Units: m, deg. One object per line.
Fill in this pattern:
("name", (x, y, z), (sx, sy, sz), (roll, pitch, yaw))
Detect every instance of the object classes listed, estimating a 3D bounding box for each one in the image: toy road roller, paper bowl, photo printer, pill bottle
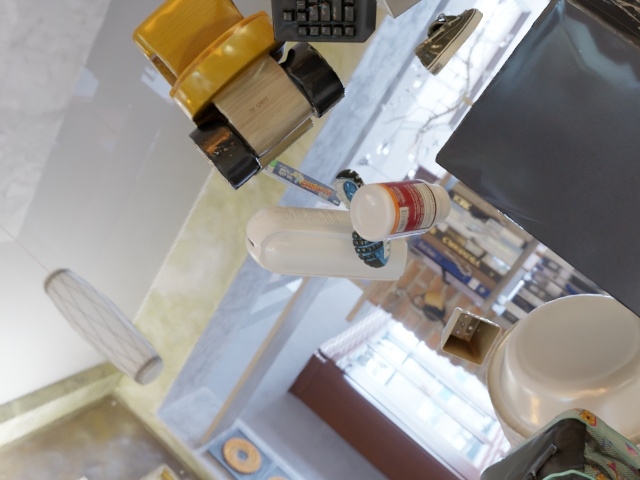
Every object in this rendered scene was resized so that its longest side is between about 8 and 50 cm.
("toy road roller", (-0.123, -0.225, 0.908), (0.202, 0.240, 0.329), (-41, 7, -2))
("paper bowl", (0.379, 0.189, 0.914), (0.284, 0.284, 0.148), (-44, -56, -25))
("photo printer", (0.000, 0.000, 1.324), (0.256, 0.308, 0.107), (-119, 33, -74))
("pill bottle", (0.125, -0.048, 0.973), (0.152, 0.086, 0.086), (-9, -42, -41))

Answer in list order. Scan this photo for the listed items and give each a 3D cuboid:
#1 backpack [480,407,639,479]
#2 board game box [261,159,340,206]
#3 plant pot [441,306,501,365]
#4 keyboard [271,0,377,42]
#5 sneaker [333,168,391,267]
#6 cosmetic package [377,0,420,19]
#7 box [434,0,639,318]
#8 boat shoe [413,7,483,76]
("backpack", (0.270, 0.278, 0.647), (0.166, 0.188, 0.144), (-53, -8, 33))
("board game box", (-0.053, -0.145, 1.580), (0.035, 0.201, 0.136), (-65, 16, -1))
("plant pot", (0.354, 0.220, 1.557), (0.096, 0.109, 0.109), (-92, 25, -75))
("keyboard", (-0.041, -0.356, 0.634), (0.033, 0.202, 0.317), (-66, -21, -54))
("sneaker", (0.090, -0.042, 1.197), (0.071, 0.190, 0.083), (-20, -6, 20))
("cosmetic package", (0.185, -0.500, 1.110), (0.238, 0.127, 0.107), (-34, -57, 9))
("box", (0.338, -0.089, 0.628), (0.312, 0.343, 0.179), (-44, -10, -51))
("boat shoe", (0.241, -0.391, 1.203), (0.078, 0.070, 0.219), (-42, 8, 50))
